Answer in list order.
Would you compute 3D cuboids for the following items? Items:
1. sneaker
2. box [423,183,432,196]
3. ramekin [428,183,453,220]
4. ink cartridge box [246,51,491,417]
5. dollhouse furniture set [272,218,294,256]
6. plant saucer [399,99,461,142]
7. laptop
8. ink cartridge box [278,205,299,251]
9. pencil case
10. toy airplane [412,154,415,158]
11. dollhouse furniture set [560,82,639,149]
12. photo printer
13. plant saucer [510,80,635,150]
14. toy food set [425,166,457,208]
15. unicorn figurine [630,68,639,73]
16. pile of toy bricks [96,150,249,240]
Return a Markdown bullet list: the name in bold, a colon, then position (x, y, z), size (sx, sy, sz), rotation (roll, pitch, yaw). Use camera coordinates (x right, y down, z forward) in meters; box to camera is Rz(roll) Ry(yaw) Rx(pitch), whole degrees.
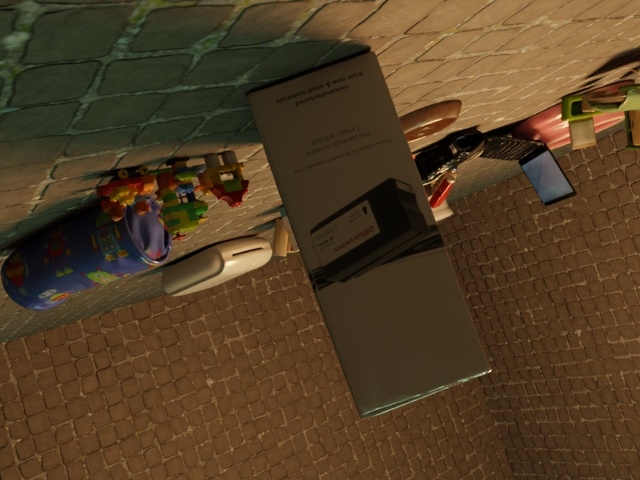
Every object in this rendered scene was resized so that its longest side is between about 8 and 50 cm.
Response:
- **sneaker**: position (0.293, -0.205, 1.588), size (0.217, 0.079, 0.121), rotation (-28, 172, 3)
- **box**: position (0.217, -0.138, 1.943), size (0.158, 0.093, 0.156), rotation (-17, 176, -41)
- **ramekin**: position (0.359, -0.118, 2.574), size (0.277, 0.135, 0.277), rotation (-19, 176, -2)
- **ink cartridge box**: position (0.057, 0.000, 0.883), size (0.166, 0.395, 0.285), rotation (-19, 176, 1)
- **dollhouse furniture set**: position (0.000, 0.000, 1.981), size (0.242, 0.212, 0.161), rotation (7, -175, 16)
- **plant saucer**: position (0.188, -0.214, 1.244), size (0.168, 0.029, 0.168), rotation (-19, 175, -2)
- **laptop**: position (0.527, -0.186, 1.806), size (0.264, 0.136, 0.234), rotation (6, 175, 0)
- **ink cartridge box**: position (-0.029, -0.038, 1.746), size (0.092, 0.143, 0.090), rotation (-22, 175, 32)
- **pencil case**: position (-0.380, 0.026, 1.092), size (0.306, 0.119, 0.133), rotation (-21, 146, 26)
- **toy airplane**: position (0.142, -0.176, 1.526), size (0.151, 0.028, 0.151), rotation (-21, 176, -2)
- **dollhouse furniture set**: position (0.688, -0.263, 1.466), size (0.197, 0.151, 0.301), rotation (-11, -171, -3)
- **photo printer**: position (-0.324, 0.077, 2.141), size (0.307, 0.107, 0.256), rotation (-23, 175, 35)
- **plant saucer**: position (0.685, -0.320, 1.789), size (0.332, 0.084, 0.332), rotation (-19, 176, -1)
- **toy food set**: position (0.279, -0.155, 1.719), size (0.232, 0.111, 0.104), rotation (-19, 148, -43)
- **unicorn figurine**: position (0.734, -0.377, 1.421), size (0.162, 0.060, 0.111), rotation (-20, 173, 42)
- **pile of toy bricks**: position (-0.211, -0.053, 0.968), size (0.212, 0.105, 0.118), rotation (-16, 175, -40)
